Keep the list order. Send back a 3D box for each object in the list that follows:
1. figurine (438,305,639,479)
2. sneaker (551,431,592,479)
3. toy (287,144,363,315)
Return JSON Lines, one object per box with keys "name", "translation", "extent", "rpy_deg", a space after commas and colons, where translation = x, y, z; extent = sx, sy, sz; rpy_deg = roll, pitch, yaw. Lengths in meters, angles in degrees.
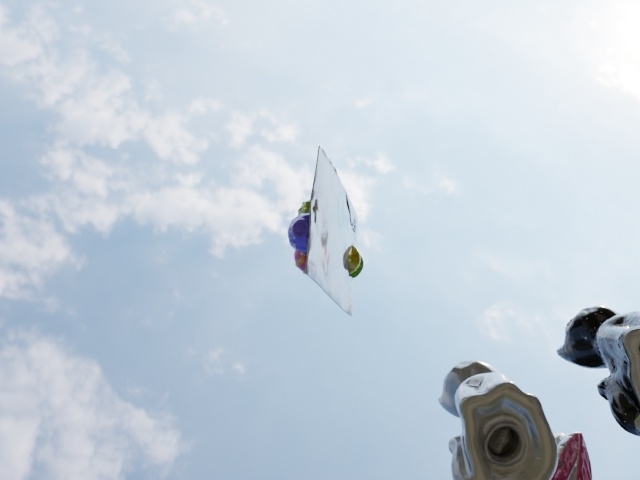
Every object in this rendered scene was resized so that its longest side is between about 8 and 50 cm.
{"name": "figurine", "translation": [0.201, 0.125, 0.611], "extent": [0.215, 0.209, 0.092], "rpy_deg": [-24, -90, 5]}
{"name": "sneaker", "translation": [0.190, 0.295, 0.748], "extent": [0.252, 0.111, 0.103], "rpy_deg": [-32, -69, -38]}
{"name": "toy", "translation": [0.000, 0.000, 0.807], "extent": [0.056, 0.237, 0.136], "rpy_deg": [0, -106, 17]}
